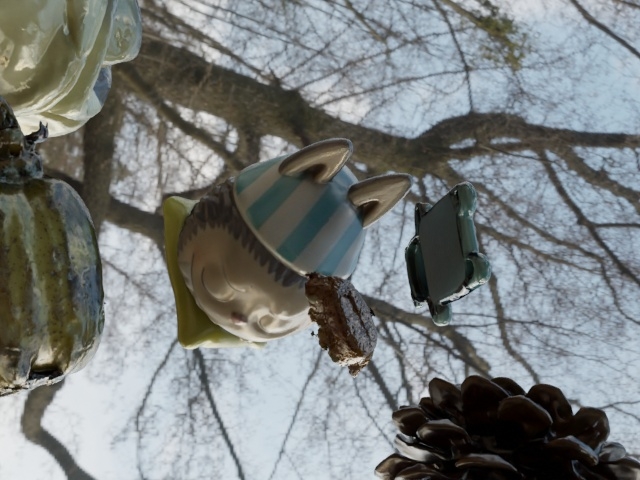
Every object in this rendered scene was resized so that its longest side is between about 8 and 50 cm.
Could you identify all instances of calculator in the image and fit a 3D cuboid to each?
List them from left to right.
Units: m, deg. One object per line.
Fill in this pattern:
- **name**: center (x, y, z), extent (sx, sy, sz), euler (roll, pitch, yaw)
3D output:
- **calculator**: center (0.086, 0.012, 0.549), extent (0.141, 0.019, 0.094), euler (125, -41, -70)

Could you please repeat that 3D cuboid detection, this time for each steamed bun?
- **steamed bun**: center (-0.364, -0.315, 1.055), extent (0.394, 0.238, 0.346), euler (-166, -105, -64)

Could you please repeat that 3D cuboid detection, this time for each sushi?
- **sushi**: center (0.019, 0.085, 0.781), extent (0.060, 0.061, 0.118), euler (-19, -96, 41)

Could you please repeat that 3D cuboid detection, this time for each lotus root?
- **lotus root**: center (-0.285, 0.008, 0.712), extent (0.154, 0.154, 0.278), euler (5, -76, 50)

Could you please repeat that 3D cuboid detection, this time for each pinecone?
- **pinecone**: center (0.254, 0.385, 1.066), extent (0.398, 0.398, 0.397), euler (-13, -107, 48)

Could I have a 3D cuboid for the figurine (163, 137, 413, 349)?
- **figurine**: center (0.000, 0.000, 1.131), extent (0.378, 0.361, 0.266), euler (-19, -90, 36)
